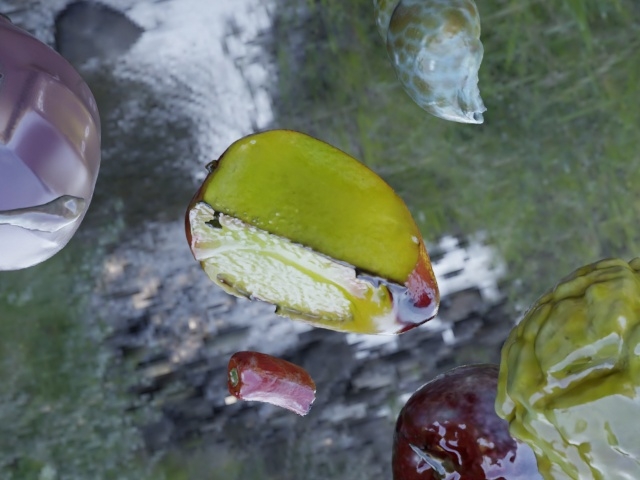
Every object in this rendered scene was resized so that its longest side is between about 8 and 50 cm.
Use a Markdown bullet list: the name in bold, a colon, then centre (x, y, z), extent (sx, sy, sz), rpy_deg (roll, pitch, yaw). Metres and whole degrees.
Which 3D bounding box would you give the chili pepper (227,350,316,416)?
- **chili pepper**: centre (-0.068, 0.188, 1.766), extent (0.123, 0.073, 0.070), rpy_deg (20, 151, -36)

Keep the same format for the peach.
- **peach**: centre (-0.001, -0.006, 1.333), extent (0.267, 0.154, 0.159), rpy_deg (21, 151, -7)

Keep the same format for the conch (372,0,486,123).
- **conch**: centre (0.114, -0.194, 1.335), extent (0.106, 0.173, 0.116), rpy_deg (-15, -168, 17)

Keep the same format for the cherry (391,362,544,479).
- **cherry**: centre (0.198, 0.258, 1.531), extent (0.203, 0.230, 0.300), rpy_deg (-19, 166, 41)

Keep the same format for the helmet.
- **helmet**: centre (-0.338, -0.098, 1.398), extent (0.197, 0.271, 0.338), rpy_deg (16, 154, 2)

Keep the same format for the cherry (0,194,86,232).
- **cherry**: centre (-0.178, -0.076, 0.392), extent (0.148, 0.115, 0.188), rpy_deg (8, 179, 41)

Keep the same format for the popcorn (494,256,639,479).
- **popcorn**: centre (0.284, 0.128, 1.185), extent (0.249, 0.249, 0.225), rpy_deg (-25, -153, 32)
